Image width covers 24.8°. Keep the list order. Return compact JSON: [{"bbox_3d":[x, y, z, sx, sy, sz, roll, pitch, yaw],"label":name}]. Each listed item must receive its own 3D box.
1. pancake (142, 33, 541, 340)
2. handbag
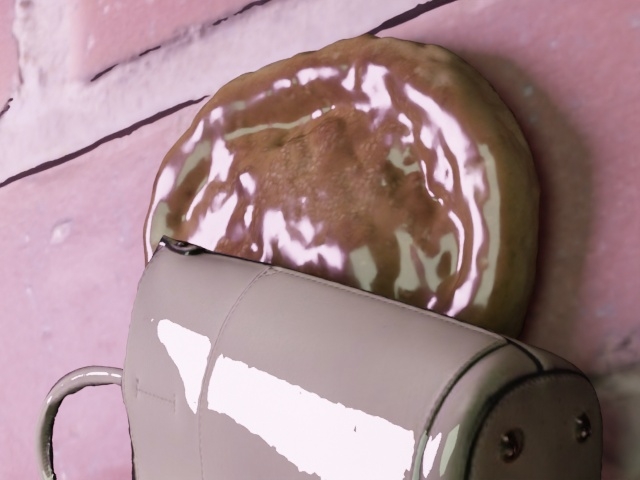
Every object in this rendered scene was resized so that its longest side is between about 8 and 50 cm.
[{"bbox_3d":[-0.001,0.000,0.724,0.236,0.042,0.222,30,102,38],"label":"pancake"},{"bbox_3d":[-0.019,0.125,0.679,0.315,0.109,0.241,9,98,47],"label":"handbag"}]
